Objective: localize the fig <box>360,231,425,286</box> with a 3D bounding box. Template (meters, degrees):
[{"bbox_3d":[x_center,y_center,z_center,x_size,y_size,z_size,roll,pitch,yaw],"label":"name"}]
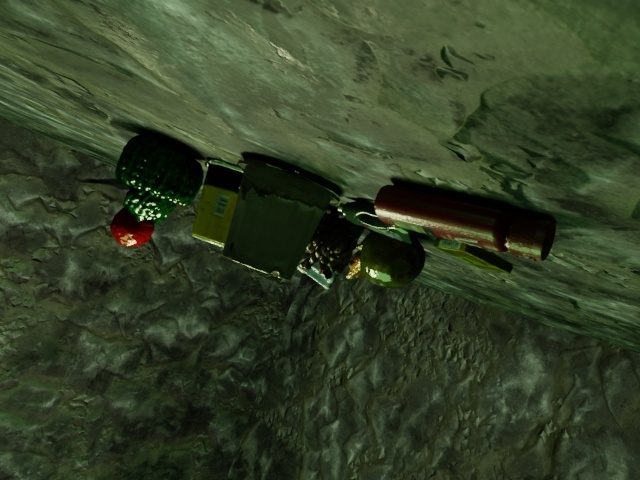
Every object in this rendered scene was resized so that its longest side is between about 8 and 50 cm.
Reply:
[{"bbox_3d":[0.221,0.062,1.571,0.195,0.195,0.245,19,167,19],"label":"fig"}]

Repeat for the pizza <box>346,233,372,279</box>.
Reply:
[{"bbox_3d":[0.154,0.059,1.875,0.074,0.182,0.365,37,-176,8],"label":"pizza"}]

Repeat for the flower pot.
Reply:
[{"bbox_3d":[-0.118,-0.047,1.310,0.291,0.259,0.290,22,175,2],"label":"flower pot"}]

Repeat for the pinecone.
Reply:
[{"bbox_3d":[-0.002,0.000,1.655,0.201,0.228,0.202,5,-169,25],"label":"pinecone"}]

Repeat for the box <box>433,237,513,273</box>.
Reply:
[{"bbox_3d":[0.427,0.044,1.449,0.193,0.030,0.121,22,175,-29],"label":"box"}]

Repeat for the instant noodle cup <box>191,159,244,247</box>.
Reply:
[{"bbox_3d":[-0.281,-0.100,1.566,0.216,0.236,0.215,19,174,2],"label":"instant noodle cup"}]

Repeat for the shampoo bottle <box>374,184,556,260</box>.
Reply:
[{"bbox_3d":[0.254,-0.035,0.944,0.314,0.076,0.118,17,172,34],"label":"shampoo bottle"}]

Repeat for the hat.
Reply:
[{"bbox_3d":[-0.503,-0.126,1.546,0.242,0.332,0.274,27,-179,20],"label":"hat"}]

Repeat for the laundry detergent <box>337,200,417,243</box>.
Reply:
[{"bbox_3d":[0.139,-0.058,1.310,0.211,0.063,0.137,21,175,19],"label":"laundry detergent"}]

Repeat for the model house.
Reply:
[{"bbox_3d":[-0.046,0.002,1.901,0.329,0.251,0.295,27,177,3],"label":"model house"}]
